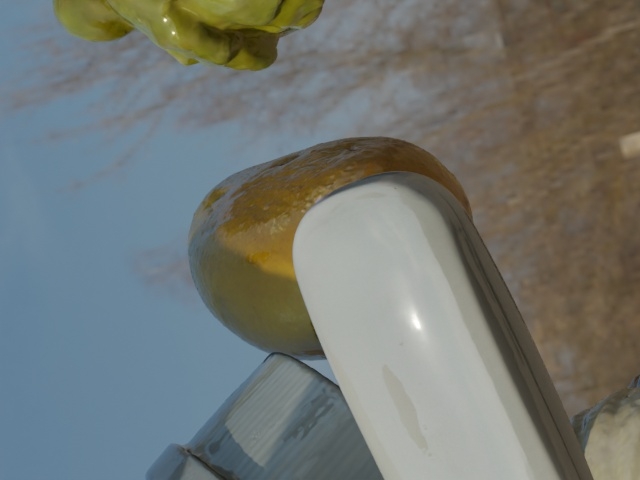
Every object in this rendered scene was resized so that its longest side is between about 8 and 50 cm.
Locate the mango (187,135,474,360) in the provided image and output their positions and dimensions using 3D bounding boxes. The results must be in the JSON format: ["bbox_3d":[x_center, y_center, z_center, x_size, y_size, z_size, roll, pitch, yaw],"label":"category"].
[{"bbox_3d":[0.000,0.000,1.139,0.119,0.176,0.317,52,160,-28],"label":"mango"}]

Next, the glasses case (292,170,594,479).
[{"bbox_3d":[0.054,0.065,0.666,0.197,0.076,0.049,64,-150,-10],"label":"glasses case"}]

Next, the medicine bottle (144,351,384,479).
[{"bbox_3d":[-0.052,0.242,0.962,0.245,0.306,0.245,40,169,9],"label":"medicine bottle"}]

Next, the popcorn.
[{"bbox_3d":[-0.081,-0.229,1.047,0.195,0.255,0.256,-19,-90,-76],"label":"popcorn"}]

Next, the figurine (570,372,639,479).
[{"bbox_3d":[0.231,0.154,1.090,0.332,0.204,0.185,-92,13,-71],"label":"figurine"}]
